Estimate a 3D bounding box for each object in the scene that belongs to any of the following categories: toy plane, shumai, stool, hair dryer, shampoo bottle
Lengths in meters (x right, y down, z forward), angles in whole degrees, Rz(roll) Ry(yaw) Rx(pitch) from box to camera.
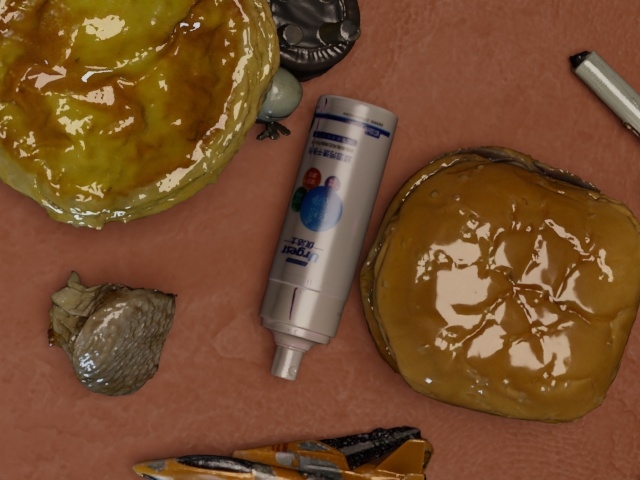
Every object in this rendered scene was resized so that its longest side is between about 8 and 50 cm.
[{"bbox_3d":[-0.039,0.266,1.900,0.316,0.204,0.103,-1,129,5],"label":"toy plane"},{"bbox_3d":[-0.226,0.084,1.876,0.116,0.145,0.145,37,82,30],"label":"shumai"},{"bbox_3d":[-0.030,-0.212,1.903,0.125,0.121,0.217,25,81,-14],"label":"stool"},{"bbox_3d":[0.373,-0.134,2.001,0.236,0.073,0.131,43,81,3],"label":"hair dryer"},{"bbox_3d":[0.000,0.000,1.917,0.092,0.092,0.303,17,87,-8],"label":"shampoo bottle"}]

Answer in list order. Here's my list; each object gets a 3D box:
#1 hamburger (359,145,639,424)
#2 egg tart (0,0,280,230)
[{"bbox_3d":[0.194,0.044,1.916,0.319,0.158,0.318,0,87,-10],"label":"hamburger"},{"bbox_3d":[-0.209,-0.184,1.854,0.341,0.132,0.341,0,94,-2],"label":"egg tart"}]
